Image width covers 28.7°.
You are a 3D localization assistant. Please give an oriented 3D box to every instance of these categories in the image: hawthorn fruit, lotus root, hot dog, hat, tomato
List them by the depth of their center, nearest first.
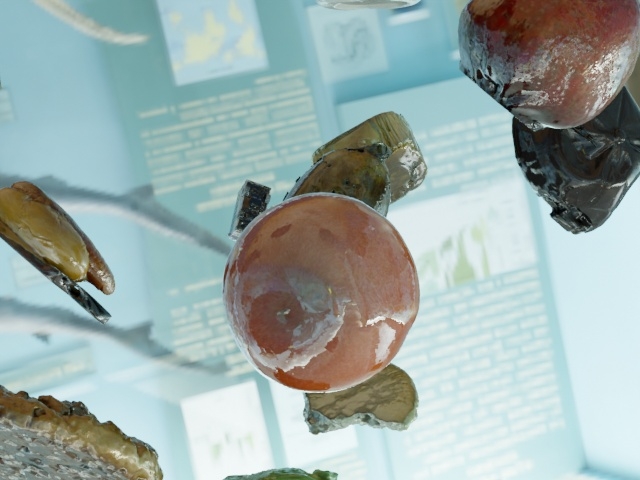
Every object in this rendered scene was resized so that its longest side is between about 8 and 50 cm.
[{"bbox_3d":[0.285,-0.247,1.476,0.249,0.215,0.215,-44,-165,-13],"label":"hawthorn fruit"},{"bbox_3d":[0.000,0.067,1.595,0.255,0.256,0.224,-10,-175,21],"label":"tomato"},{"bbox_3d":[0.444,-0.200,1.994,0.238,0.336,0.209,20,149,-26],"label":"hat"},{"bbox_3d":[0.000,0.000,2.149,0.179,0.397,0.196,31,177,-21],"label":"lotus root"},{"bbox_3d":[-0.481,-0.003,2.248,0.107,0.326,0.194,-48,-157,-5],"label":"hot dog"}]

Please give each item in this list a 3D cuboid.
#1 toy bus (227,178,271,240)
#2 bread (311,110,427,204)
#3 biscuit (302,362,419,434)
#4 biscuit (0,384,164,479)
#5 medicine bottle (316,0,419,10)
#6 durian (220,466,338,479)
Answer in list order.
[{"bbox_3d":[-0.120,-0.043,2.093,0.052,0.102,0.058,19,148,-15],"label":"toy bus"},{"bbox_3d":[0.093,-0.133,2.360,0.209,0.110,0.192,-28,153,6],"label":"bread"},{"bbox_3d":[0.049,0.247,2.006,0.188,0.040,0.265,-32,-147,-31],"label":"biscuit"},{"bbox_3d":[-0.318,0.231,1.418,0.334,0.289,0.081,-8,-128,42],"label":"biscuit"},{"bbox_3d":[0.050,-0.382,1.364,0.131,0.250,0.131,-2,-175,0],"label":"medicine bottle"},{"bbox_3d":[-0.078,0.419,1.743,0.255,0.204,0.340,-20,170,-6],"label":"durian"}]
